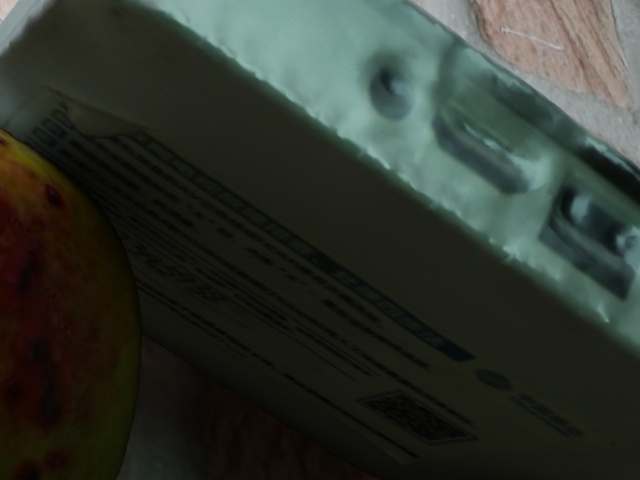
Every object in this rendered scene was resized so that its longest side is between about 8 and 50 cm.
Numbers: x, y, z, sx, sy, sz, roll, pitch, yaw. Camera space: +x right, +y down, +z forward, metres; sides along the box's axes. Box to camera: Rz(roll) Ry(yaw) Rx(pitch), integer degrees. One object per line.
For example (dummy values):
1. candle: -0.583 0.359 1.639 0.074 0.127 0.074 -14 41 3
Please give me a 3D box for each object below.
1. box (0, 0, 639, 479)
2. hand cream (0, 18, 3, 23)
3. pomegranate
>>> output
1. box: 0.001 0.000 0.797 0.396 0.396 0.111 34 68 -17
2. hand cream: -0.225 -0.089 0.959 0.065 0.043 0.171 43 39 -12
3. pomegranate: -0.250 0.060 0.702 0.291 0.323 0.291 1 88 -43
